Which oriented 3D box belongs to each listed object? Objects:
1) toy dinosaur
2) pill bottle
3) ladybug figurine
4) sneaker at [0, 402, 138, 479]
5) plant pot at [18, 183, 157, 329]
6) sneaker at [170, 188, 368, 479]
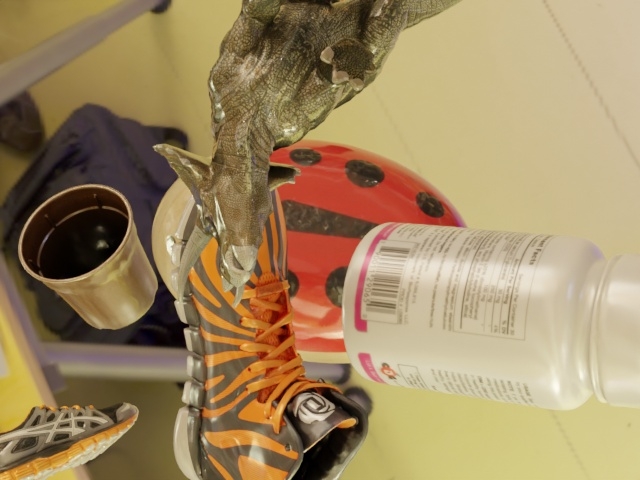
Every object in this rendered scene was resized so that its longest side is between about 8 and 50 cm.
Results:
[{"bbox_3d":[-0.007,-0.118,0.693,0.121,0.313,0.160,38,143,-5],"label":"toy dinosaur"},{"bbox_3d":[0.177,0.071,1.029,0.283,0.160,0.160,6,101,29],"label":"pill bottle"},{"bbox_3d":[0.000,0.000,1.441,0.449,0.162,0.305,7,72,-1],"label":"ladybug figurine"},{"bbox_3d":[-0.311,0.229,1.308,0.083,0.215,0.084,58,135,14],"label":"sneaker"},{"bbox_3d":[-0.318,0.034,1.581,0.167,0.165,0.167,-8,54,11],"label":"plant pot"},{"bbox_3d":[-0.035,0.096,0.966,0.180,0.124,0.321,19,115,45],"label":"sneaker"}]
